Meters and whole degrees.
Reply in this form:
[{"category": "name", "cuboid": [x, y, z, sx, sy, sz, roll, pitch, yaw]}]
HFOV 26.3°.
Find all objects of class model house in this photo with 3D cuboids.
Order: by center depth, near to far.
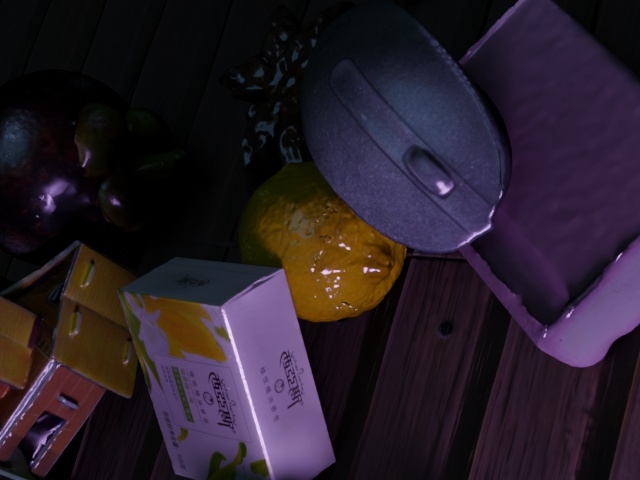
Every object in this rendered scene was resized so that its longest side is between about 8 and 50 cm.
[{"category": "model house", "cuboid": [-0.421, 0.123, 1.895, 0.323, 0.300, 0.340, -55, 42, -1]}]

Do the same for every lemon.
[{"category": "lemon", "cuboid": [0.000, 0.000, 1.629, 0.231, 0.192, 0.192, 25, 87, 50]}]

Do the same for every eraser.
[{"category": "eraser", "cuboid": [0.259, -0.074, 1.486, 0.272, 0.122, 0.359, -47, 46, 11]}]

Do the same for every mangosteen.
[{"category": "mangosteen", "cuboid": [-0.364, -0.103, 1.965, 0.311, 0.311, 0.311, -21, 56, 34]}]

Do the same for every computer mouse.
[{"category": "computer mouse", "cuboid": [0.075, -0.140, 1.519, 0.203, 0.114, 0.374, -49, 45, 15]}]

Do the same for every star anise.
[{"category": "star anise", "cuboid": [-0.032, -0.191, 1.821, 0.315, 0.108, 0.315, -14, 63, 29]}]

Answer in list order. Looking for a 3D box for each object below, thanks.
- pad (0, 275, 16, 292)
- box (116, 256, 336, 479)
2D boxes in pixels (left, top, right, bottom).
[{"category": "pad", "cuboid": [-0.528, 0.203, 1.996, 0.004, 0.220, 0.330, 11, 77, 28]}, {"category": "box", "cuboid": [-0.110, 0.159, 1.608, 0.194, 0.111, 0.260, 4, 114, 45]}]
